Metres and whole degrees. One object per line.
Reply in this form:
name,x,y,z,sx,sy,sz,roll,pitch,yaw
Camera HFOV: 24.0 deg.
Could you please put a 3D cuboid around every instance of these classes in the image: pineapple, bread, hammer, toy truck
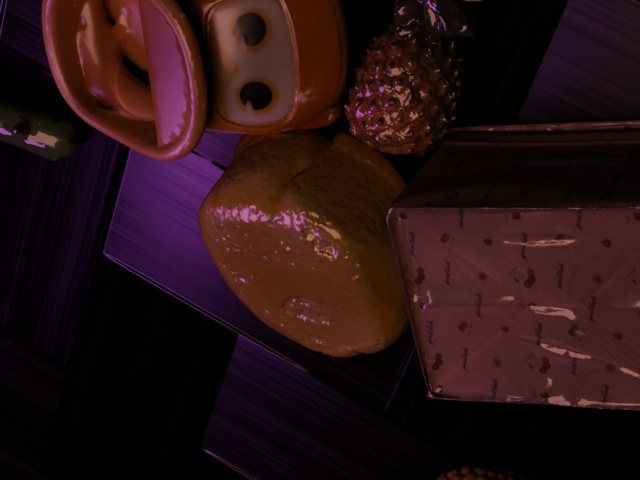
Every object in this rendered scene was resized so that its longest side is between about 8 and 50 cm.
pineapple,0.100,-0.210,1.460,0.125,0.125,0.251,26,120,14
bread,0.000,0.000,1.587,0.269,0.148,0.270,25,144,20
hammer,-0.446,-0.160,1.791,0.335,0.119,0.206,19,125,11
toy truck,-0.115,-0.205,1.505,0.288,0.211,0.204,18,125,37

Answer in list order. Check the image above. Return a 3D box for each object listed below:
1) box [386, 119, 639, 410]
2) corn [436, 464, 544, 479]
box,0.244,0.023,1.458,0.297,0.190,0.225,1,117,29
corn,0.255,0.328,1.654,0.346,0.130,0.130,9,120,20
